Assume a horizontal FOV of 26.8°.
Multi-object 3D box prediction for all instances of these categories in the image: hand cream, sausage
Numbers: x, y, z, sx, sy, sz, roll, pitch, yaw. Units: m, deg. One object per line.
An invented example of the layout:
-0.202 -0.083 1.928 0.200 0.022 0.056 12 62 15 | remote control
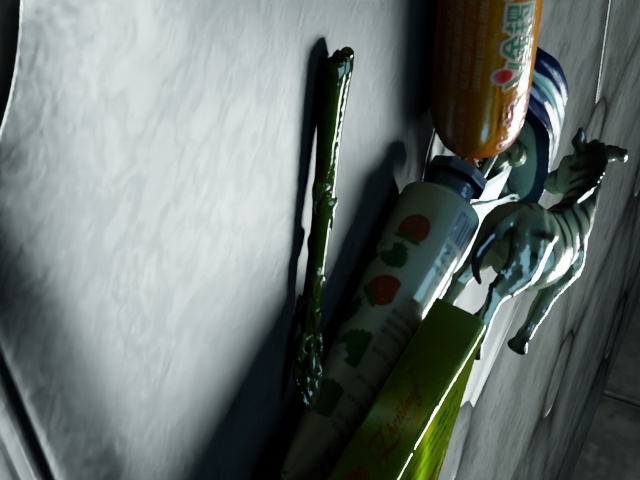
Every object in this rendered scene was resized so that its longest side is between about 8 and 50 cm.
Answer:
0.036 0.064 0.903 0.276 0.059 0.095 -61 162 -20 | hand cream
0.111 -0.140 0.897 0.234 0.071 0.071 89 26 -43 | sausage

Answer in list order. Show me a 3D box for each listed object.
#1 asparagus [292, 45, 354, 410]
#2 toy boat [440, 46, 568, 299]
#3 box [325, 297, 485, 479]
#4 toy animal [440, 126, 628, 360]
0.000 0.000 0.780 0.023 0.022 0.233 -127 -144 -55 | asparagus
0.121 -0.004 1.073 0.291 0.067 0.220 -64 161 -17 | toy boat
0.042 0.189 0.957 0.173 0.043 0.311 -55 164 -30 | box
0.159 0.000 1.003 0.217 0.073 0.176 -2 118 -66 | toy animal
